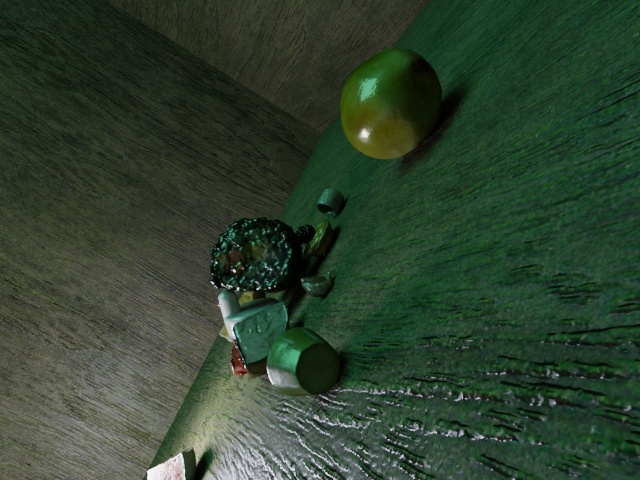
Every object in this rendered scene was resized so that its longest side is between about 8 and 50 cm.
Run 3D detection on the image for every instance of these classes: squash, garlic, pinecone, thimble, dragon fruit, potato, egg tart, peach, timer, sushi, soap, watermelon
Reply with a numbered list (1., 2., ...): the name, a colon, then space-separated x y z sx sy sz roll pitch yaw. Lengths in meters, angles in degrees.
1. squash: -0.033 0.292 1.174 0.123 0.170 0.170 -11 49 59
2. garlic: -0.011 0.148 1.622 0.113 0.094 0.074 -28 74 59
3. pinecone: -0.056 -0.022 1.879 0.083 0.077 0.077 -14 39 31
4. thimble: 0.042 -0.162 2.087 0.090 0.102 0.115 -63 19 -18
5. dragon fruit: -0.285 0.475 1.997 0.153 0.110 0.153 -1 -90 -76
6. potato: -0.173 0.379 1.724 0.189 0.211 0.264 58 164 36
7. egg tart: 0.000 0.000 1.940 0.191 0.074 0.191 -57 11 17
8. peach: 0.204 -0.404 1.484 0.281 0.314 0.315 -31 19 -34
9. timer: -0.273 0.287 1.962 0.233 0.240 0.233 -15 9 2
10. sushi: -0.247 0.053 1.935 0.178 0.351 0.294 5 -96 -79
11. soap: -0.325 0.324 2.155 0.160 0.080 0.258 4 60 58
12. watermelon: -0.564 0.913 1.913 0.260 0.176 0.256 -27 36 28

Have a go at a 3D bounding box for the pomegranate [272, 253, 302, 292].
1. pomegranate: -0.212 0.091 2.166 0.281 0.281 0.281 -56 12 19
